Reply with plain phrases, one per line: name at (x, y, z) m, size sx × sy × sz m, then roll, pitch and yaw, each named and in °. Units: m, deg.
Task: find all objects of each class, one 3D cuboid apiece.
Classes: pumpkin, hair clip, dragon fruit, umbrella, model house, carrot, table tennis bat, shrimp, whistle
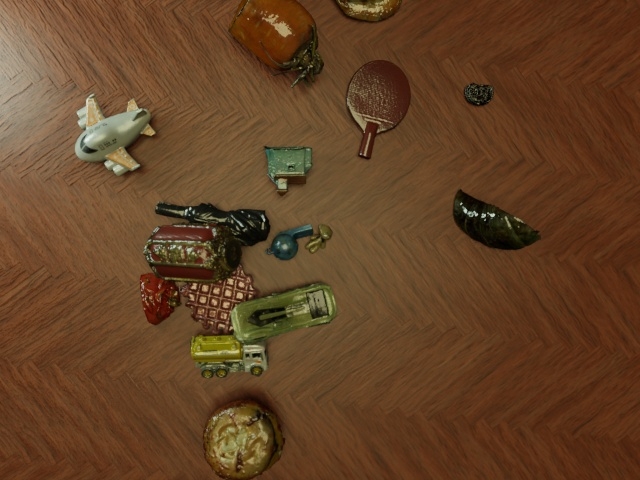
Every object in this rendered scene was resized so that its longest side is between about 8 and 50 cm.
pumpkin at (0.531, -0.043, 1.607) m, size 0.278 × 0.163 × 0.111 m, roll 35°, pitch 87°, yaw -3°
hair clip at (-0.114, 0.220, 1.584) m, size 0.321 × 0.091 × 0.138 m, roll -11°, pitch 77°, yaw -23°
dragon fruit at (-0.477, 0.171, 1.570) m, size 0.106 × 0.083 × 0.162 m, roll -11°, pitch 90°, yaw -7°
umbrella at (-0.318, -0.062, 1.564) m, size 0.340 × 0.118 × 0.118 m, roll 12°, pitch 90°, yaw -5°
model house at (-0.099, -0.209, 1.584) m, size 0.148 × 0.119 × 0.148 m, roll 1°, pitch 101°, yaw -6°
carrot at (-0.118, -0.601, 1.522) m, size 0.331 × 0.214 × 0.193 m, roll 38°, pitch 114°, yaw -8°
table tennis bat at (0.171, -0.407, 1.632) m, size 0.200 × 0.038 × 0.310 m, roll 14°, pitch 89°, yaw -5°
shrimp at (0.127, -0.813, 1.610) m, size 0.222 × 0.054 × 0.290 m, roll -19°, pitch 101°, yaw -4°
whistle at (-0.090, 0.014, 1.596) m, size 0.158 × 0.090 × 0.090 m, roll -15°, pitch 92°, yaw -5°

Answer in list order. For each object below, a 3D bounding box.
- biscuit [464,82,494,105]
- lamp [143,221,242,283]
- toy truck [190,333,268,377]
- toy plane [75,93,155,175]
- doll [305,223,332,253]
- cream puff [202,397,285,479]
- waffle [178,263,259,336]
biscuit at (0.502, -0.467, 1.664) m, size 0.087 × 0.027 × 0.089 m, roll 43°, pitch 88°, yaw -5°
lamp at (-0.363, 0.034, 1.506) m, size 0.274 × 0.177 × 0.177 m, roll 0°, pitch 91°, yaw 19°
toy truck at (-0.268, 0.335, 1.563) m, size 0.227 × 0.098 × 0.114 m, roll -1°, pitch 111°, yaw -5°
toy plane at (-0.602, -0.310, 1.531) m, size 0.245 × 0.117 × 0.244 m, roll 0°, pitch 92°, yaw -6°
doll at (-0.003, -0.004, 1.629) m, size 0.093 × 0.051 × 0.061 m, roll -38°, pitch 121°, yaw 18°
cream puff at (-0.226, 0.583, 1.558) m, size 0.240 × 0.164 × 0.240 m, roll -1°, pitch 81°, yaw 7°
waffle at (-0.298, 0.173, 1.595) m, size 0.221 × 0.055 × 0.234 m, roll -32°, pitch 94°, yaw -3°
